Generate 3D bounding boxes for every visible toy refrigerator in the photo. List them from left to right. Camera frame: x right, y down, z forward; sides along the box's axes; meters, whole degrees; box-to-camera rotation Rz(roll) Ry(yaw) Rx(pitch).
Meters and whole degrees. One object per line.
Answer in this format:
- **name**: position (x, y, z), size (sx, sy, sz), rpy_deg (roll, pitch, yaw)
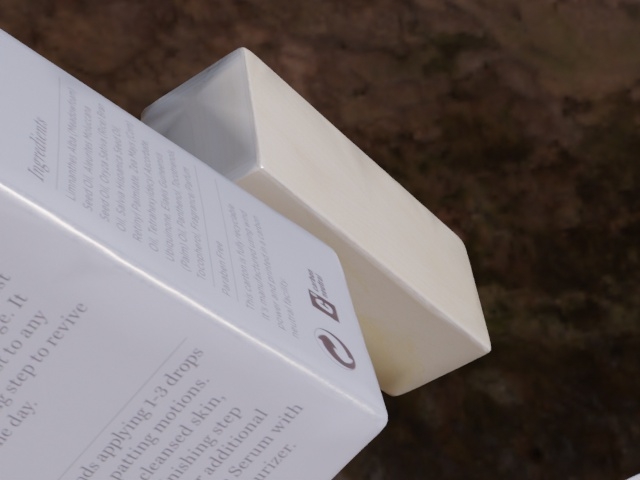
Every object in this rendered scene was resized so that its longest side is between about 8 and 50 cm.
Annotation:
- **toy refrigerator**: position (0.000, 0.000, 0.860), size (0.094, 0.102, 0.269), rpy_deg (-28, -41, 22)

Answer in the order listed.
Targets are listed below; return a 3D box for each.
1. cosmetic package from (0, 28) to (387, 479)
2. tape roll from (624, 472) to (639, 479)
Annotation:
- **cosmetic package**: position (-0.216, 0.012, 0.606), size (0.230, 0.453, 0.161), rpy_deg (-47, 28, 18)
- **tape roll**: position (0.463, 0.479, 1.624), size (0.392, 0.392, 0.072), rpy_deg (-10, -17, -4)
